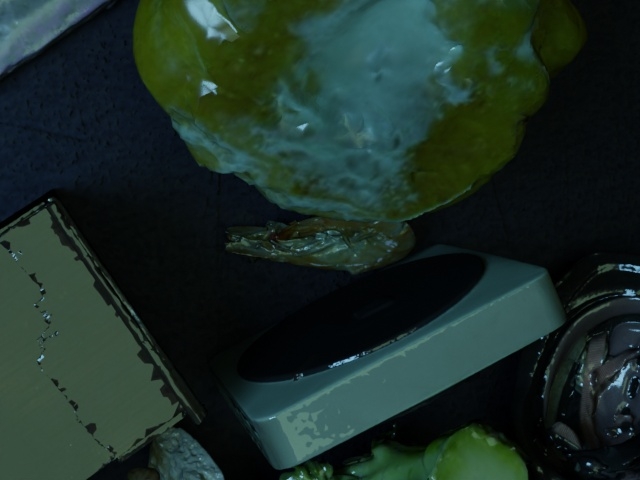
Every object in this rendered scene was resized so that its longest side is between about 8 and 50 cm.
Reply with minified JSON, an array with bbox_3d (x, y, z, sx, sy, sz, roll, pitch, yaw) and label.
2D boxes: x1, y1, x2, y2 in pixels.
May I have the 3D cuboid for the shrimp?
[{"bbox_3d":[0.000,0.000,0.976,0.180,0.099,0.041,1,67,-4],"label":"shrimp"}]

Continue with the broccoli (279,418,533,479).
[{"bbox_3d":[0.105,0.265,0.930,0.288,0.245,0.248,-24,69,-28],"label":"broccoli"}]

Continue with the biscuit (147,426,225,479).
[{"bbox_3d":[-0.090,0.289,0.928,0.040,0.188,0.265,-19,94,-34],"label":"biscuit"}]

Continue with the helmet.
[{"bbox_3d":[0.295,0.156,1.028,0.253,0.198,0.154,-61,147,-28],"label":"helmet"}]

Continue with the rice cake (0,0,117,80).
[{"bbox_3d":[-0.211,-0.249,0.915,0.298,0.050,0.106,-38,103,-9],"label":"rice cake"}]

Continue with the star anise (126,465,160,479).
[{"bbox_3d":[-0.156,0.355,0.743,0.292,0.109,0.349,43,84,-23],"label":"star anise"}]

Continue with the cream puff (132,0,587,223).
[{"bbox_3d":[0.040,-0.209,0.891,0.378,0.275,0.378,-4,128,-5],"label":"cream puff"}]

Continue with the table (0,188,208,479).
[{"bbox_3d":[-0.273,0.117,0.829,0.282,0.250,0.196,-35,103,-10],"label":"table"}]

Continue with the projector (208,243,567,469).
[{"bbox_3d":[0.046,0.093,0.905,0.259,0.257,0.079,-25,100,-11],"label":"projector"}]
